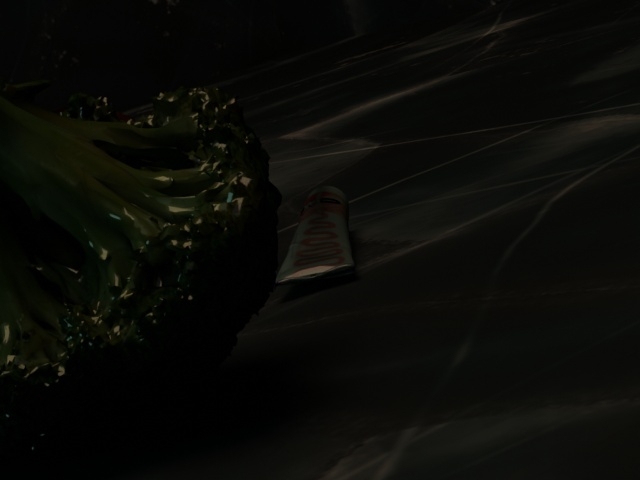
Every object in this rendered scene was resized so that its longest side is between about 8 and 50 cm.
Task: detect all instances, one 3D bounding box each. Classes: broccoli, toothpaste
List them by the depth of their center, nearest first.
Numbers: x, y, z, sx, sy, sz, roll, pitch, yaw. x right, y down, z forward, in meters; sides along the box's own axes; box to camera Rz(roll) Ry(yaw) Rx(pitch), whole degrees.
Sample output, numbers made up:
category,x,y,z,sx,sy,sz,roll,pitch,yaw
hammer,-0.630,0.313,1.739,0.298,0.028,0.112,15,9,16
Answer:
category,x,y,z,sx,sy,sz,roll,pitch,yaw
broccoli,-0.144,-0.017,0.935,0.269,0.269,0.254,-11,37,36
toothpaste,0.000,0.000,1.272,0.056,0.036,0.205,-15,13,6

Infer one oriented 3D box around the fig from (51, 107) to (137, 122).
category,x,y,z,sx,sy,sz,roll,pitch,yaw
fig,-0.196,-0.028,1.452,0.148,0.149,0.202,-28,8,-25
